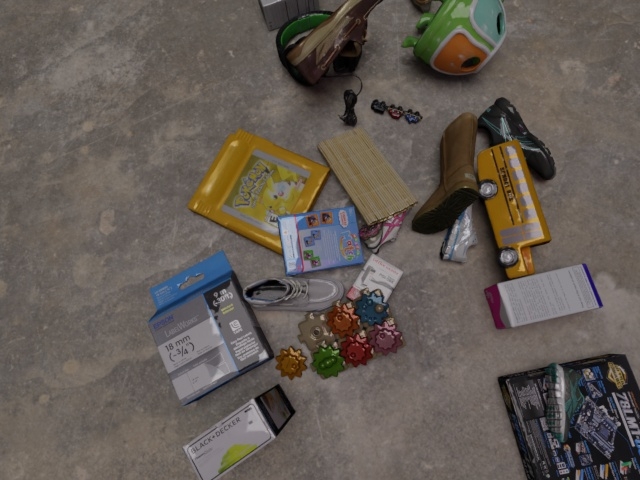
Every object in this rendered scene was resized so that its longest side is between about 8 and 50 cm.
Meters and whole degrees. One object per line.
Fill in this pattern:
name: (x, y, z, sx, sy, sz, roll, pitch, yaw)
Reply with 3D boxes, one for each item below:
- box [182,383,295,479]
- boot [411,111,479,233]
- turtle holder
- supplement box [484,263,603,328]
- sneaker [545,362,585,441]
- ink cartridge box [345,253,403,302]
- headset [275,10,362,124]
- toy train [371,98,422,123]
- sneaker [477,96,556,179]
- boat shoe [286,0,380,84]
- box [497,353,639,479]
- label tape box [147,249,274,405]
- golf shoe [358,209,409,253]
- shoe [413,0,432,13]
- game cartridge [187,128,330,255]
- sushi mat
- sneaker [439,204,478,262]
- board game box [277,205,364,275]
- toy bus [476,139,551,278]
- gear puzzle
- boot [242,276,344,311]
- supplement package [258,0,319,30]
box: (-0.163, 0.414, 0.903, 0.169, 0.290, 0.087, -33, 76, -5)
boot: (0.341, -0.175, 1.103, 0.089, 0.236, 0.270, 25, 53, -17)
turtle holder: (0.404, -0.616, 1.176, 0.227, 0.243, 0.320, 34, 40, -3)
supplement box: (0.543, 0.142, 1.012, 0.219, 0.111, 0.114, -14, 75, 0)
sneaker: (0.554, 0.364, 0.913, 0.076, 0.065, 0.167, 8, 77, 3)
ink cartridge box: (0.143, 0.117, 1.076, 0.099, 0.056, 0.135, 30, 80, 11)
headset: (0.018, -0.532, 1.231, 0.243, 0.185, 0.394, -22, 60, -6)
toy train: (0.225, -0.380, 1.211, 0.158, 0.027, 0.036, 20, 82, 9)
sneaker: (0.544, -0.266, 1.139, 0.106, 0.101, 0.268, -37, 76, 17)
boat shoe: (0.063, -0.548, 1.095, 0.342, 0.123, 0.123, -48, 111, -18)
box: (0.610, 0.441, 0.953, 0.293, 0.073, 0.296, -13, 74, 0)
label tape box: (-0.303, 0.211, 1.060, 0.240, 0.106, 0.334, -29, 76, -4)
golf shoe: (0.187, -0.044, 1.118, 0.186, 0.067, 0.086, -40, 115, -15)
shoe: (0.301, -0.822, 1.307, 0.076, 0.058, 0.219, -23, 70, 19)
game cartridge: (-0.175, -0.145, 1.169, 0.323, 0.053, 0.286, 25, 79, 8)
sushi mat: (0.125, -0.187, 1.133, 0.151, 0.019, 0.317, -25, 62, -9)
sneaker: (0.387, -0.028, 1.096, 0.082, 0.071, 0.191, 19, 86, 2)
board game box: (0.000, 0.000, 1.094, 0.211, 0.039, 0.160, -8, 83, -10)
toy bus: (0.489, -0.073, 1.046, 0.130, 0.108, 0.333, -17, 77, 22)
gear puzzle: (0.029, 0.254, 1.027, 0.338, 0.044, 0.176, -25, 85, 10)
boot: (-0.068, 0.138, 1.051, 0.258, 0.123, 0.095, -8, 75, 2)
supplement package: (-0.104, -0.768, 1.292, 0.179, 0.105, 0.105, -20, 75, -1)
